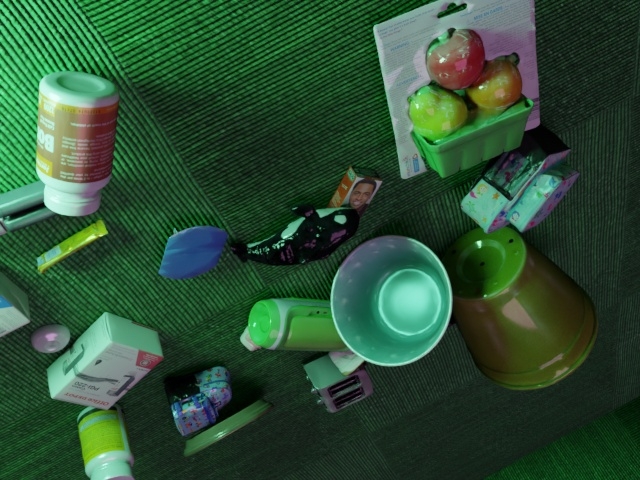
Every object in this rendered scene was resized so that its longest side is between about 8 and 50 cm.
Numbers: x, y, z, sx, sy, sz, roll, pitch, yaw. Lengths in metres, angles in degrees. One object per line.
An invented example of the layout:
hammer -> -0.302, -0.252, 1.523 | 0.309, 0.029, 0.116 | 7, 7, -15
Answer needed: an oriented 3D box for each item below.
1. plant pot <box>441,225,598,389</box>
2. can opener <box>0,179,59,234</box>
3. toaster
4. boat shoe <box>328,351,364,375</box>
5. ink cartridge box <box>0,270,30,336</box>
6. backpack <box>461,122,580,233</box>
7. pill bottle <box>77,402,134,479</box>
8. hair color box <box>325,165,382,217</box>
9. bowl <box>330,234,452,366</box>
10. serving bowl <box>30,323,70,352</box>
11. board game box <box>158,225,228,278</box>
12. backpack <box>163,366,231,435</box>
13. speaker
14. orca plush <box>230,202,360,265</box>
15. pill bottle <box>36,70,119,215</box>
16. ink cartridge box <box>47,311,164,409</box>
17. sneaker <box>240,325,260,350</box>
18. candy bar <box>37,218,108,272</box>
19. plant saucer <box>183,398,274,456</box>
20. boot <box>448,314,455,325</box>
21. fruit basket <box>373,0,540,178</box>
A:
plant pot -> 0.494, 0.149, 1.870 | 0.366, 0.366, 0.353 | -36, 128, 9
can opener -> -0.541, -0.036, 1.249 | 0.283, 0.095, 0.076 | -22, 140, -7
toaster -> 0.058, 0.392, 2.030 | 0.185, 0.110, 0.168 | -24, 141, -4
boat shoe -> 0.139, 0.243, 1.927 | 0.277, 0.096, 0.098 | -41, 178, -13
ink cartridge box -> -0.704, 0.150, 1.368 | 0.231, 0.078, 0.134 | -26, 140, -2
backpack -> 0.456, -0.126, 1.634 | 0.225, 0.191, 0.253 | -19, 155, -53
pill bottle -> -0.531, 0.519, 1.756 | 0.119, 0.208, 0.119 | -15, 138, -14
hair color box -> 0.070, -0.094, 1.570 | 0.072, 0.043, 0.141 | 6, 129, -31
bowl -> 0.199, 0.148, 1.741 | 0.311, 0.311, 0.163 | -43, 157, 18
serving bowl -> -0.590, 0.220, 1.546 | 0.083, 0.027, 0.083 | -16, 138, -15
board game box -> -0.275, 0.016, 1.505 | 0.133, 0.033, 0.169 | -6, 141, -31
backpack -> -0.306, 0.411, 1.842 | 0.173, 0.117, 0.158 | -17, 140, -17
speaker -> -0.028, 0.215, 1.782 | 0.296, 0.131, 0.131 | 8, 128, -35
orca plush -> -0.052, 0.007, 1.529 | 0.287, 0.102, 0.151 | -6, 123, -1
pill bottle -> -0.400, -0.155, 1.156 | 0.121, 0.121, 0.216 | -2, 123, -28
ink cartridge box -> -0.492, 0.281, 1.617 | 0.218, 0.092, 0.158 | -41, 138, 18
sneaker -> -0.146, 0.253, 1.815 | 0.134, 0.051, 0.070 | 20, 123, -38
candy bar -> -0.486, 0.012, 1.373 | 0.161, 0.040, 0.018 | -31, 150, 5
plant saucer -> -0.257, 0.509, 1.942 | 0.277, 0.041, 0.278 | -29, 172, -4
boot -> 0.266, 0.268, 2.004 | 0.229, 0.091, 0.263 | -37, 157, 13
fruit basket -> 0.276, -0.320, 1.396 | 0.327, 0.165, 0.353 | -23, 124, -6
